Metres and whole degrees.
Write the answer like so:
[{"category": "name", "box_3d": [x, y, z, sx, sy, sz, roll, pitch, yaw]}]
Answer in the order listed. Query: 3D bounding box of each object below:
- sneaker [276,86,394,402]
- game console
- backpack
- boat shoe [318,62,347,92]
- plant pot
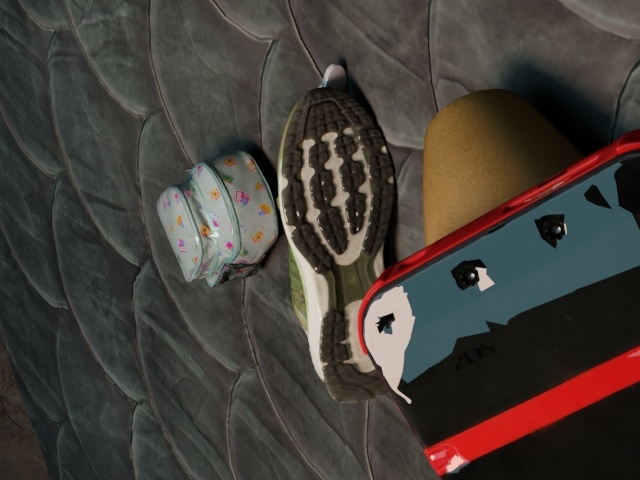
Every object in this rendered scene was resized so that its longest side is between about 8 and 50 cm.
[{"category": "sneaker", "box_3d": [0.000, 0.000, 2.031, 0.182, 0.158, 0.410, -151, 52, -63]}, {"category": "game console", "box_3d": [0.249, 0.116, 1.427, 0.386, 0.060, 0.342, -31, 92, 29]}, {"category": "backpack", "box_3d": [-0.143, -0.034, 2.232, 0.188, 0.144, 0.166, -44, 64, 54]}, {"category": "boat shoe", "box_3d": [0.010, -0.187, 2.002, 0.035, 0.035, 0.100, 39, 144, 38]}, {"category": "plant pot", "box_3d": [0.200, -0.025, 1.628, 0.237, 0.237, 0.254, 113, 146, -49]}]
